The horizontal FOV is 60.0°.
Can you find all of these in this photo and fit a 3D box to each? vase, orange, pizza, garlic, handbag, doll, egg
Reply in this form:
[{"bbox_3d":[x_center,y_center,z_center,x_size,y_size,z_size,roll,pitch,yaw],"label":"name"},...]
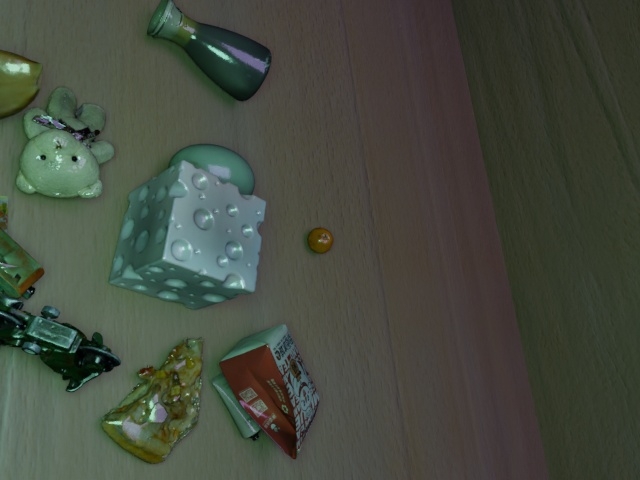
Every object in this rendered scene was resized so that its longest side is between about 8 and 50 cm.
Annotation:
[{"bbox_3d":[-0.310,-0.542,1.550,0.321,0.173,0.173,26,57,-32],"label":"vase"},{"bbox_3d":[-0.001,-0.001,1.725,0.084,0.084,0.083,20,61,-41],"label":"orange"},{"bbox_3d":[-0.333,0.346,1.234,0.189,0.071,0.297,55,43,-16],"label":"pizza"},{"bbox_3d":[-0.701,-0.356,1.025,0.339,0.196,0.151,28,40,-35],"label":"garlic"},{"bbox_3d":[-0.111,0.379,1.374,0.298,0.151,0.171,67,15,-5],"label":"handbag"},{"bbox_3d":[-0.543,-0.223,1.193,0.175,0.149,0.278,3,55,-13],"label":"doll"},{"bbox_3d":[-0.277,-0.161,1.420,0.231,0.168,0.167,14,65,-37],"label":"egg"}]

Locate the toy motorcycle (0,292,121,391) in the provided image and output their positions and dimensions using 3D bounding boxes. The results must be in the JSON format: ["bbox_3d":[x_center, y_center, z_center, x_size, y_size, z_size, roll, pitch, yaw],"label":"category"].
[{"bbox_3d":[-0.515,0.192,1.041,0.275,0.187,0.124,27,56,-16],"label":"toy motorcycle"}]

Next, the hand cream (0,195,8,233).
[{"bbox_3d":[-0.636,-0.044,1.098,0.035,0.022,0.102,4,67,-41],"label":"hand cream"}]

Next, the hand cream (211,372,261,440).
[{"bbox_3d":[-0.201,0.409,1.372,0.087,0.054,0.186,-24,86,-55],"label":"hand cream"}]

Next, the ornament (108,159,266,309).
[{"bbox_3d":[-0.301,0.000,1.277,0.240,0.239,0.239,26,58,-39],"label":"ornament"}]

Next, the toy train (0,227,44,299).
[{"bbox_3d":[-0.606,0.033,1.040,0.188,0.099,0.072,50,44,-20],"label":"toy train"}]
